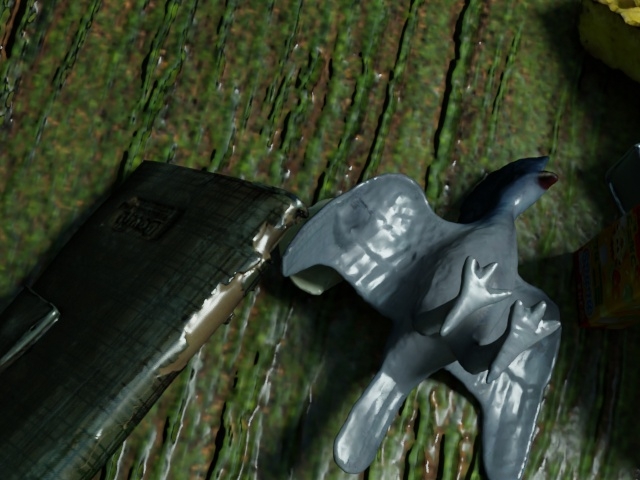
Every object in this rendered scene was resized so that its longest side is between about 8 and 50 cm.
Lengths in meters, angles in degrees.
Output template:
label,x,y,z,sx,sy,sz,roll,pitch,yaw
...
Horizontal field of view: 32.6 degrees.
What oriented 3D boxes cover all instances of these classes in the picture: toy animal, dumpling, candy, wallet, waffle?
label,x,y,z,sx,sy,sz,roll,pitch,yaw
toy animal,0.091,0.044,0.736,0.255,0.176,0.239,-45,103,-2
dumpling,0.001,0.000,0.771,0.059,0.043,0.077,22,85,15
candy,0.216,0.019,0.756,0.038,0.122,0.062,3,72,-9
wallet,-0.156,0.076,0.664,0.317,0.169,0.044,-51,128,-20
waffle,0.326,-0.172,0.842,0.211,0.055,0.160,-26,48,-21

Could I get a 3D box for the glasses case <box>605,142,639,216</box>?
label,x,y,z,sx,sy,sz,roll,pitch,yaw
glasses case,0.353,-0.066,0.852,0.266,0.056,0.105,-20,101,-15
